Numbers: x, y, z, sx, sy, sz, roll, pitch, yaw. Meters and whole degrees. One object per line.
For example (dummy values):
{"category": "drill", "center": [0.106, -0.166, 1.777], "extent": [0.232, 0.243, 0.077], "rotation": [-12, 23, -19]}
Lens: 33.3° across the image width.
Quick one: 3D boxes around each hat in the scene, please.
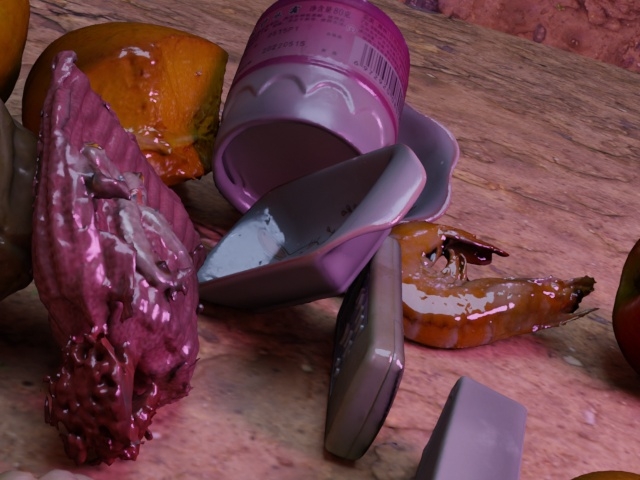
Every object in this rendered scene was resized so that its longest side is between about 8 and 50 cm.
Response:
{"category": "hat", "center": [-0.133, 0.026, 0.748], "extent": [0.107, 0.237, 0.286], "rotation": [-18, 44, 15]}

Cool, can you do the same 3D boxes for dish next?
{"category": "dish", "center": [0.040, -0.068, 1.190], "extent": [0.229, 0.081, 0.229], "rotation": [2, 49, -2]}
{"category": "dish", "center": [0.000, 0.000, 0.905], "extent": [0.064, 0.234, 0.154], "rotation": [53, 51, -17]}

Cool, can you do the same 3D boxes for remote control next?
{"category": "remote control", "center": [0.037, 0.079, 0.861], "extent": [0.038, 0.098, 0.233], "rotation": [22, 22, -5]}

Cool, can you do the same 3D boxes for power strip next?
{"category": "power strip", "center": [0.075, 0.192, 0.639], "extent": [0.062, 0.091, 0.385], "rotation": [23, 22, 6]}

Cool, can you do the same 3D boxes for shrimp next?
{"category": "shrimp", "center": [0.158, 0.044, 1.047], "extent": [0.248, 0.068, 0.150], "rotation": [7, 52, -21]}

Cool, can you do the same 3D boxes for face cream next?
{"category": "face cream", "center": [-0.007, -0.126, 1.069], "extent": [0.175, 0.175, 0.195], "rotation": [18, 49, -3]}

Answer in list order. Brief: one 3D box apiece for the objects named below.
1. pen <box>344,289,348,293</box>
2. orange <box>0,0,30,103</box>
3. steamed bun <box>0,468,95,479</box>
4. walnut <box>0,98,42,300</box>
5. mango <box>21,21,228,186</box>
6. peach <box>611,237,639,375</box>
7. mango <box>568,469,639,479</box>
{"category": "pen", "center": [0.071, 0.046, 1.057], "extent": [0.239, 0.028, 0.028], "rotation": [8, 24, -23]}
{"category": "orange", "center": [-0.409, -0.209, 0.980], "extent": [0.279, 0.235, 0.279], "rotation": [42, 35, -39]}
{"category": "steamed bun", "center": [-0.147, 0.175, 0.407], "extent": [0.247, 0.189, 0.428], "rotation": [-37, 39, -14]}
{"category": "walnut", "center": [-0.303, -0.046, 0.767], "extent": [0.245, 0.198, 0.198], "rotation": [35, 27, 33]}
{"category": "mango", "center": [-0.186, -0.141, 1.091], "extent": [0.199, 0.201, 0.350], "rotation": [42, 10, -13]}
{"category": "peach", "center": [0.388, 0.075, 1.036], "extent": [0.197, 0.197, 0.197], "rotation": [16, 22, -7]}
{"category": "mango", "center": [0.182, 0.224, 0.651], "extent": [0.136, 0.099, 0.227], "rotation": [26, 31, 1]}
